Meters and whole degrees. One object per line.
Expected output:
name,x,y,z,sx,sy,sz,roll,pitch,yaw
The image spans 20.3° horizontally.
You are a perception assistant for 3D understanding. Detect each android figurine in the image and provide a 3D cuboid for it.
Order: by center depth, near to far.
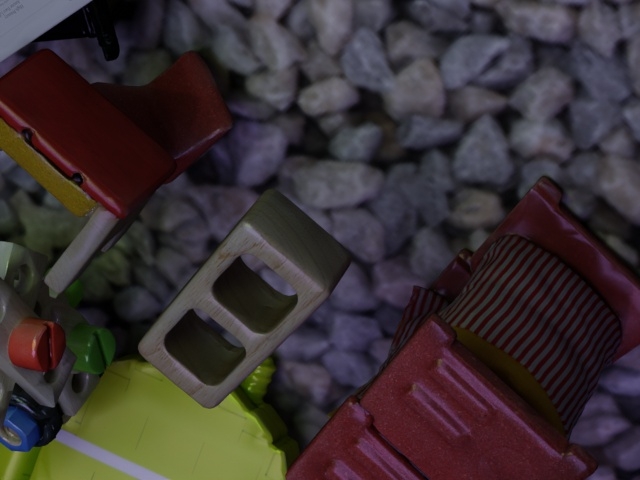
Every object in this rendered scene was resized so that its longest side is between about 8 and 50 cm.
android figurine,-0.115,0.188,1.197,0.248,0.056,0.272,21,96,11

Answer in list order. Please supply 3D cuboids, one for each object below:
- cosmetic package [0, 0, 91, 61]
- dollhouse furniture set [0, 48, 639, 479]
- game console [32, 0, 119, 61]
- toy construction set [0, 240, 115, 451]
cosmetic package,-0.200,-0.148,1.018,0.239,0.060,0.099,-26,105,38
dollhouse furniture set,0.000,0.000,1.016,0.374,0.201,0.152,42,125,-1
game console,-0.172,-0.168,1.066,0.071,0.107,0.122,-17,115,-5
toy construction set,-0.248,0.028,1.105,0.328,0.151,0.215,22,142,38
